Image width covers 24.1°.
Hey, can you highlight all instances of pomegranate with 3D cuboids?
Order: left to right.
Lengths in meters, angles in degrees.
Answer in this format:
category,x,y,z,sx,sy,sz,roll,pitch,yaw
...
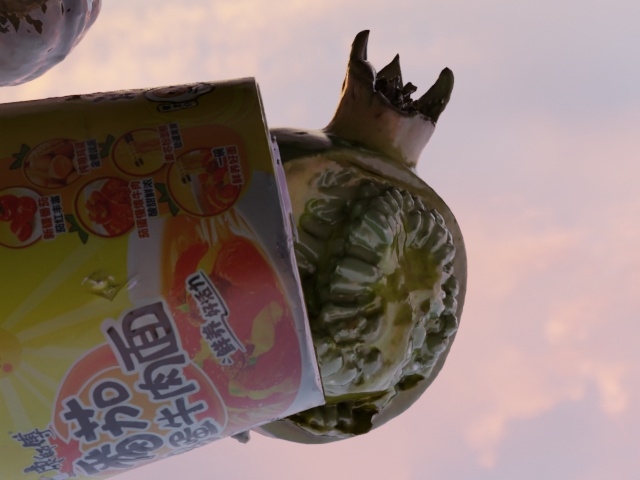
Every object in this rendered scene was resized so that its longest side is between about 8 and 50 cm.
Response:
category,x,y,z,sx,sy,sz,roll,pitch,yaw
pomegranate,0.000,0.000,1.184,0.260,0.260,0.340,15,-104,57

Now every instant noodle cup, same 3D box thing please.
category,x,y,z,sx,sy,sz,roll,pitch,yaw
instant noodle cup,-0.112,0.020,0.904,0.200,0.264,0.264,-12,-162,0

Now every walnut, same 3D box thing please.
category,x,y,z,sx,sy,sz,roll,pitch,yaw
walnut,-0.366,-0.283,1.678,0.248,0.248,0.248,-14,-161,5
